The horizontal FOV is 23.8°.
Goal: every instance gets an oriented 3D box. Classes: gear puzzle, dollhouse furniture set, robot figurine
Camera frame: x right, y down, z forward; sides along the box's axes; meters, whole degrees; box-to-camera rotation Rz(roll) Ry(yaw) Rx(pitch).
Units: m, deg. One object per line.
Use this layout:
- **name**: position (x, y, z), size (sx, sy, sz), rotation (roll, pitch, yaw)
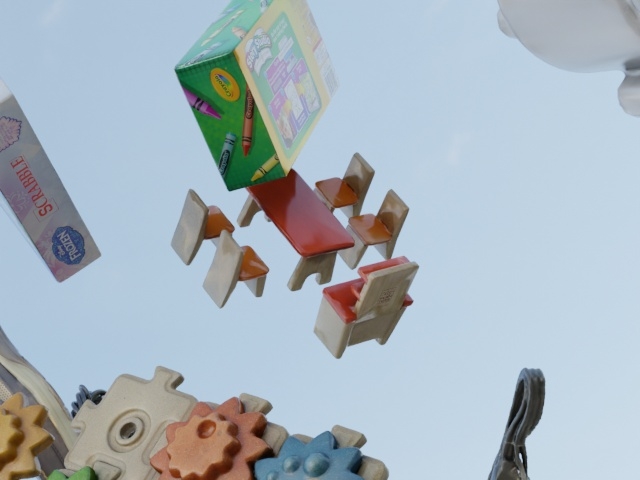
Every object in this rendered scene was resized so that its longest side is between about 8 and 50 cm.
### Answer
- **gear puzzle**: position (-0.126, 0.155, 0.983), size (0.175, 0.339, 0.044), rotation (-59, -41, -22)
- **dollhouse furniture set**: position (0.000, 0.000, 1.793), size (0.262, 0.259, 0.135), rotation (-14, -40, -35)
- **robot figurine**: position (0.286, -0.252, 1.311), size (0.200, 0.353, 0.300), rotation (-21, -78, -26)

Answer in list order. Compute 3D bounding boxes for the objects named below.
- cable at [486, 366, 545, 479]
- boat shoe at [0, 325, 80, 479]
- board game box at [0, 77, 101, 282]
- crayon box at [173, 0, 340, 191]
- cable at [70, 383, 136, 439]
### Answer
- **cable**: position (0.276, 0.291, 2.064), size (0.072, 0.139, 0.287), rotation (10, -68, -4)
- **boat shoe**: position (-0.354, 0.167, 1.568), size (0.130, 0.355, 0.132), rotation (-34, -21, -17)
- **board game box**: position (-0.390, -0.147, 1.688), size (0.066, 0.318, 0.318), rotation (-35, -31, -11)
- **crayon box**: position (-0.070, -0.198, 1.839), size (0.081, 0.278, 0.165), rotation (-13, -66, 22)
- **cable**: position (-0.290, 0.279, 2.082), size (0.047, 0.184, 0.150), rotation (-39, -10, 22)
